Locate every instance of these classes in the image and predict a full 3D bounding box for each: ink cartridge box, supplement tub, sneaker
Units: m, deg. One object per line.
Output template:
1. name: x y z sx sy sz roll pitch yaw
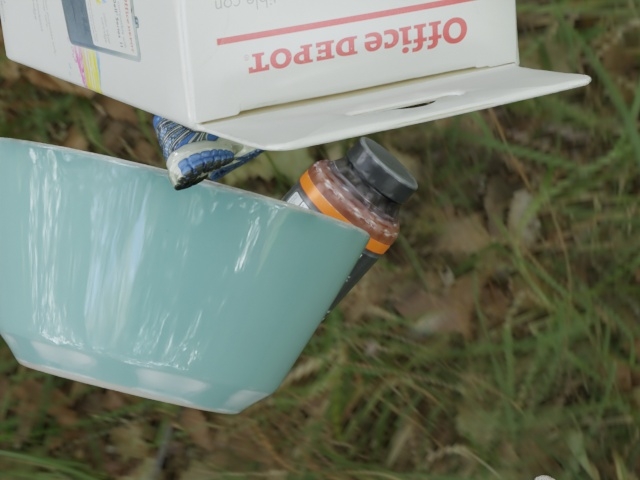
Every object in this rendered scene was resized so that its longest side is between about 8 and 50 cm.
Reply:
1. ink cartridge box: -0.030 -0.149 1.011 0.207 0.353 0.119 -14 109 -27
2. supplement tub: 0.000 0.000 1.657 0.106 0.106 0.198 46 103 15
3. sneaker: -0.073 -0.074 1.214 0.052 0.135 0.058 -30 87 16

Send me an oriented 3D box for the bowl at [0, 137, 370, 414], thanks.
1. bowl: -0.129 0.037 1.401 0.311 0.311 0.163 13 87 12

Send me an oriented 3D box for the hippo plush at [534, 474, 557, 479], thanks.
1. hippo plush: 0.113 0.239 0.949 0.294 0.234 0.237 -5 59 -5
